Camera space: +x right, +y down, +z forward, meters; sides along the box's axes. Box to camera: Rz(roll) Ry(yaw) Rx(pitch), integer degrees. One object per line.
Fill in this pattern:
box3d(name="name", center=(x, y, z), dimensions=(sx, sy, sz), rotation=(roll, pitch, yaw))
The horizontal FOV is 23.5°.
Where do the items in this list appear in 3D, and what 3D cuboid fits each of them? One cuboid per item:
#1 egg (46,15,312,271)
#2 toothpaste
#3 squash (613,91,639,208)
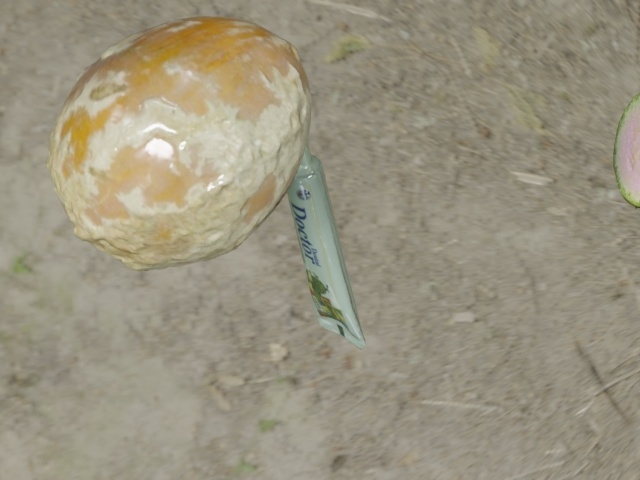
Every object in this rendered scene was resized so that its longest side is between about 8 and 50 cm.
box3d(name="egg", center=(-0.110, -0.082, 1.248), dimensions=(0.195, 0.195, 0.233), rotation=(37, 83, 15))
box3d(name="toothpaste", center=(0.000, 0.000, 1.489), dimensions=(0.067, 0.037, 0.255), rotation=(24, 140, 40))
box3d(name="squash", center=(0.330, -0.069, 1.310), dimensions=(0.132, 0.105, 0.105), rotation=(9, 93, -23))
